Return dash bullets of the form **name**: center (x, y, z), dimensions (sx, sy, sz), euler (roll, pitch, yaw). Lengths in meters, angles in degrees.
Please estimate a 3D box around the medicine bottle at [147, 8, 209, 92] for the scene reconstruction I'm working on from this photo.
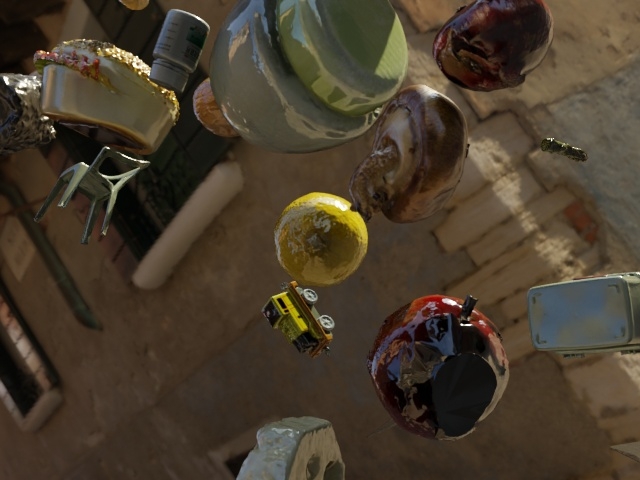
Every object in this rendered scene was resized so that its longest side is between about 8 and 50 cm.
- **medicine bottle**: center (-0.255, -0.336, 1.328), dimensions (0.080, 0.080, 0.130), euler (37, -108, -84)

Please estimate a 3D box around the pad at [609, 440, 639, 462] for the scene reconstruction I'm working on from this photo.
- **pad**: center (0.570, 0.345, 1.215), dimensions (0.157, 0.003, 0.112), euler (-2, 4, -19)

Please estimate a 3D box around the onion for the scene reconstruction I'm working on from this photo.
- **onion**: center (0.388, -0.414, 1.647), dimensions (0.272, 0.195, 0.272), euler (-5, -30, -3)

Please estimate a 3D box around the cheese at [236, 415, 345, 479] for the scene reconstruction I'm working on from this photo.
- **cheese**: center (-0.053, 0.485, 1.376), dimensions (0.115, 0.326, 0.318), euler (0, 39, 25)

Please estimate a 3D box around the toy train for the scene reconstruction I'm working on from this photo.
- **toy train**: center (-0.053, 0.195, 1.796), dimensions (0.127, 0.219, 0.089), euler (-15, -28, -43)

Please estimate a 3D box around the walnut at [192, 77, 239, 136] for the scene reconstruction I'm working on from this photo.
- **walnut**: center (-0.208, -0.331, 1.800), dimensions (0.207, 0.167, 0.167), euler (-6, 6, 22)

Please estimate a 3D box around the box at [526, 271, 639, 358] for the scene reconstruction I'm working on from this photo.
- **box**: center (0.485, 0.134, 1.333), dimensions (0.210, 0.148, 0.129), euler (-13, -13, 42)

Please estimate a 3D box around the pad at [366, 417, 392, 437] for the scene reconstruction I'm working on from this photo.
- **pad**: center (0.311, 0.524, 2.319), dimensions (0.330, 0.004, 0.220), euler (-12, -27, -39)

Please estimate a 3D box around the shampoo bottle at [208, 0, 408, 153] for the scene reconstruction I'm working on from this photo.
- **shampoo bottle**: center (-0.028, -0.316, 1.340), dimensions (0.317, 0.322, 0.322), euler (-25, 2, 42)

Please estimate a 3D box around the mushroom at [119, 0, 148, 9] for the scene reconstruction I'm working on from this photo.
- **mushroom**: center (-0.391, -0.602, 1.490), dimensions (0.103, 0.270, 0.118), euler (-7, 21, 28)

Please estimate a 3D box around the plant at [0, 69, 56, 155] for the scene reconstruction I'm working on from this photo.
- **plant**: center (-0.704, -0.293, 1.693), dimensions (0.178, 0.204, 0.234), euler (2, 10, 3)

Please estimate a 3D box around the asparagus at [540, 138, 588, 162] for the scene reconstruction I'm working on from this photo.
- **asparagus**: center (0.592, -0.213, 1.786), dimensions (0.165, 0.036, 0.030), euler (13, -26, -32)

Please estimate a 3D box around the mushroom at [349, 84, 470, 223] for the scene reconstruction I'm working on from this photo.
- **mushroom**: center (0.204, -0.203, 1.779), dimensions (0.259, 0.345, 0.345), euler (2, -21, -21)

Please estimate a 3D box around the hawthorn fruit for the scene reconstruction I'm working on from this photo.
- **hawthorn fruit**: center (0.238, 0.264, 1.517), dimensions (0.316, 0.316, 0.316), euler (-34, -5, -4)

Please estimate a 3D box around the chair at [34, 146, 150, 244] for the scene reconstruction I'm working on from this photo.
- **chair**: center (-0.612, -0.140, 2.040), dimensions (0.203, 0.190, 0.275), euler (-13, 50, 49)

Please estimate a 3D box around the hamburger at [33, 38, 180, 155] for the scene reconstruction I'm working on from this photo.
- **hamburger**: center (-0.428, -0.295, 1.513), dimensions (0.276, 0.179, 0.294), euler (13, -9, 43)

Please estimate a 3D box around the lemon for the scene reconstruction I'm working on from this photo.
- **lemon**: center (0.000, 0.000, 2.091), dimensions (0.293, 0.293, 0.293), euler (-34, -5, -4)
